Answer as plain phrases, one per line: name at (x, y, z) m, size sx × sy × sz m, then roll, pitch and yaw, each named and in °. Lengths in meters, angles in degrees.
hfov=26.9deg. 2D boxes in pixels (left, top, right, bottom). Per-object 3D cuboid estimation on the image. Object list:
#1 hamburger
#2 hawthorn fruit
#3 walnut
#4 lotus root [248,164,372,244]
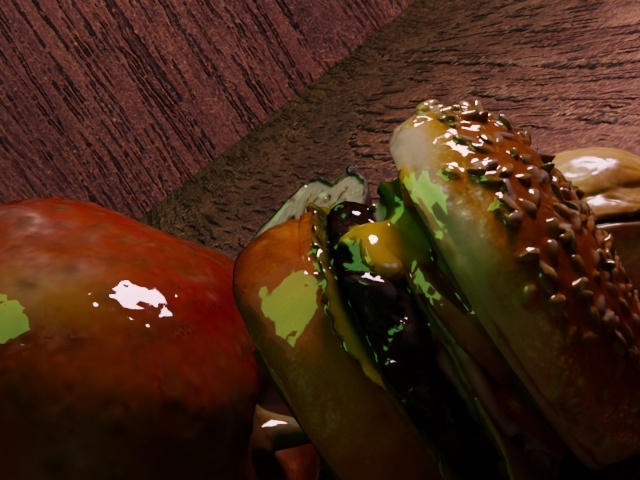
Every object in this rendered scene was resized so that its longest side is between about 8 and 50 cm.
hamburger at (0.094, 0.056, 0.879) m, size 0.225 × 0.291 × 0.291 m, roll -33°, pitch 14°, yaw 11°
hawthorn fruit at (-0.170, 0.155, 1.073) m, size 0.403 × 0.403 × 0.403 m, roll -35°, pitch 14°, yaw 10°
walnut at (0.203, 0.001, 1.057) m, size 0.180 × 0.144 × 0.144 m, roll -19°, pitch 22°, yaw 32°
lotus root at (-0.003, 0.003, 1.705) m, size 0.203 × 0.078 × 0.183 m, roll -45°, pitch 27°, yaw 0°
